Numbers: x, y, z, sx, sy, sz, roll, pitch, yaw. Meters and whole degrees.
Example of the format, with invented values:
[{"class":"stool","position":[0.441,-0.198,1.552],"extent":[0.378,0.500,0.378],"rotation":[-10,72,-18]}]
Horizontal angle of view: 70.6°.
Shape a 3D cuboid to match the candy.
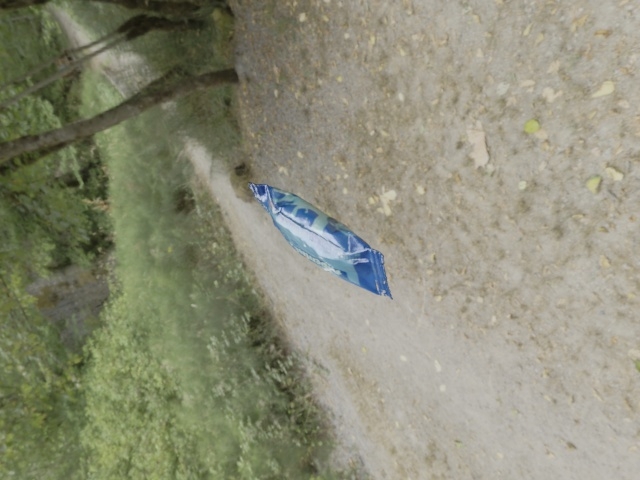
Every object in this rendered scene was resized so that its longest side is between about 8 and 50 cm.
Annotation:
[{"class":"candy","position":[0.000,0.000,0.903],"extent":[0.331,0.077,0.187],"rotation":[33,162,27]}]
